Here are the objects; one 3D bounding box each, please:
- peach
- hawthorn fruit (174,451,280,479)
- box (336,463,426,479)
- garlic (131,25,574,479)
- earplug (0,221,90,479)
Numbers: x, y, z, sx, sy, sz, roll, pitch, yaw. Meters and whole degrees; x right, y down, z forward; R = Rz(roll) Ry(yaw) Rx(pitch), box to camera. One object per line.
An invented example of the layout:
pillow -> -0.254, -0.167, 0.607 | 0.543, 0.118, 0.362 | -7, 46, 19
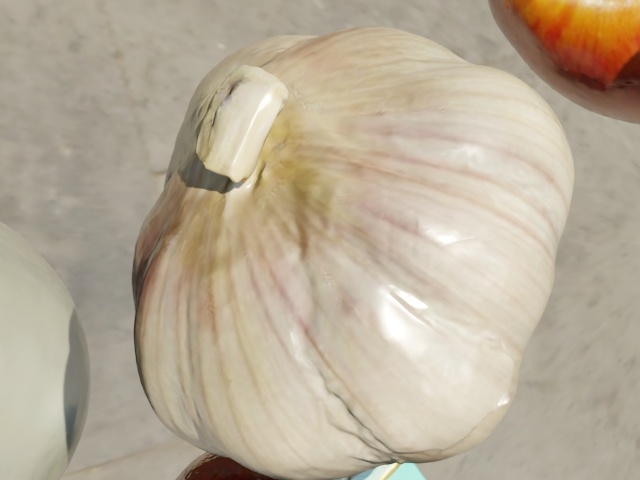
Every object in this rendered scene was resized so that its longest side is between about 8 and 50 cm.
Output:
peach -> 0.252, -0.202, 1.343 | 0.281, 0.281, 0.238 | -2, 90, 12
hawthorn fruit -> -0.050, 0.279, 1.600 | 0.215, 0.249, 0.215 | 1, 98, 5
box -> 0.053, 0.271, 1.323 | 0.162, 0.041, 0.229 | -39, 95, -29
garlic -> 0.011, 0.009, 1.153 | 0.241, 0.322, 0.322 | 9, 93, -30
earplug -> -0.373, 0.090, 1.444 | 0.313, 0.394, 0.312 | -17, 57, 28
